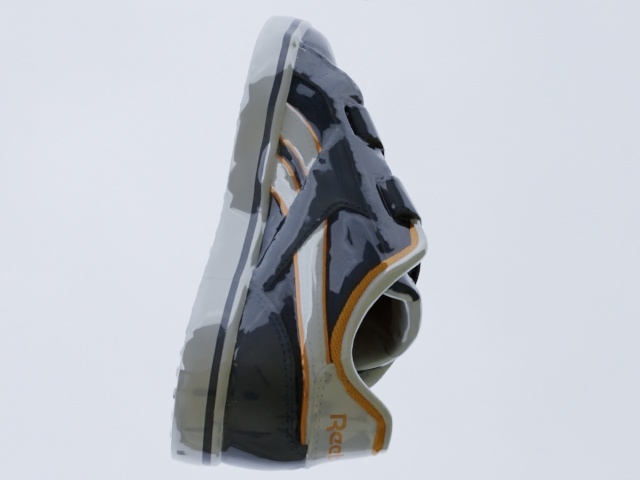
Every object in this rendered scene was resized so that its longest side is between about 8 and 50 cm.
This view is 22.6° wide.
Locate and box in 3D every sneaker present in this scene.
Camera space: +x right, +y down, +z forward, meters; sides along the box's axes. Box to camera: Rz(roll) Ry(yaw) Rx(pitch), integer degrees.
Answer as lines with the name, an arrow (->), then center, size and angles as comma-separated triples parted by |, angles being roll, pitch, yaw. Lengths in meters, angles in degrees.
sneaker -> 0.000, 0.000, 0.941 | 0.127, 0.321, 0.126 | 7, -39, 2
